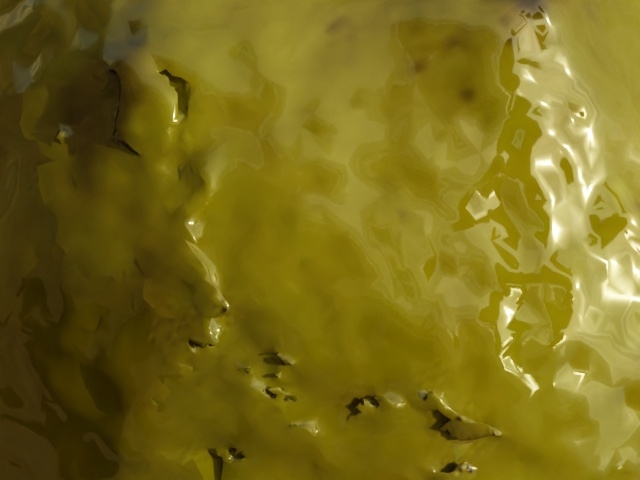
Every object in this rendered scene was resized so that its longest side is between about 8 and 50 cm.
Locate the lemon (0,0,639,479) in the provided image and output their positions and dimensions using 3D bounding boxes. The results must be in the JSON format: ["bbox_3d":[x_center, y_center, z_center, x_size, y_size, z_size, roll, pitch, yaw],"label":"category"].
[{"bbox_3d":[0.000,0.000,0.706,0.350,0.350,0.387,36,-30,1],"label":"lemon"}]
